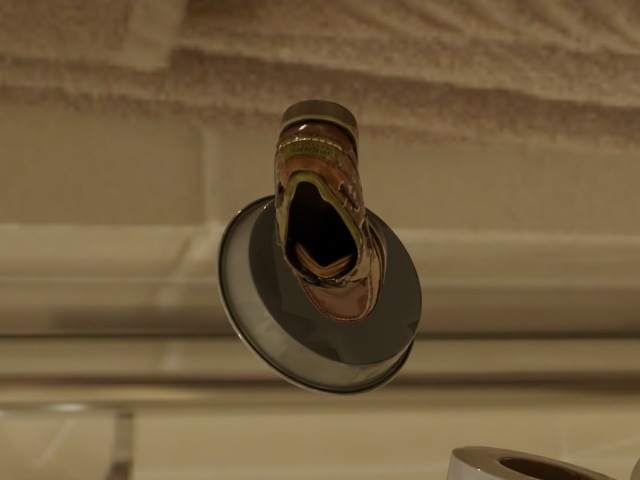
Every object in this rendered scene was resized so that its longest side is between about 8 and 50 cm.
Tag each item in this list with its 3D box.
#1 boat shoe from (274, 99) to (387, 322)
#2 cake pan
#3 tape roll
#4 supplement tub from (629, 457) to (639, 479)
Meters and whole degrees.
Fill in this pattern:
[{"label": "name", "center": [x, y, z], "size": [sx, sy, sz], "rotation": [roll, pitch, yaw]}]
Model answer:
[{"label": "boat shoe", "center": [0.000, 0.000, 1.552], "size": [0.307, 0.111, 0.104], "rotation": [73, -161, -48]}, {"label": "cake pan", "center": [0.009, 0.055, 1.946], "size": [0.054, 0.293, 0.293], "rotation": [-45, 43, 48]}, {"label": "tape roll", "center": [0.264, 0.368, 1.896], "size": [0.246, 0.246, 0.169], "rotation": [-153, 74, -74]}, {"label": "supplement tub", "center": [0.406, 0.324, 1.361], "size": [0.193, 0.194, 0.316], "rotation": [-137, 25, -71]}]
